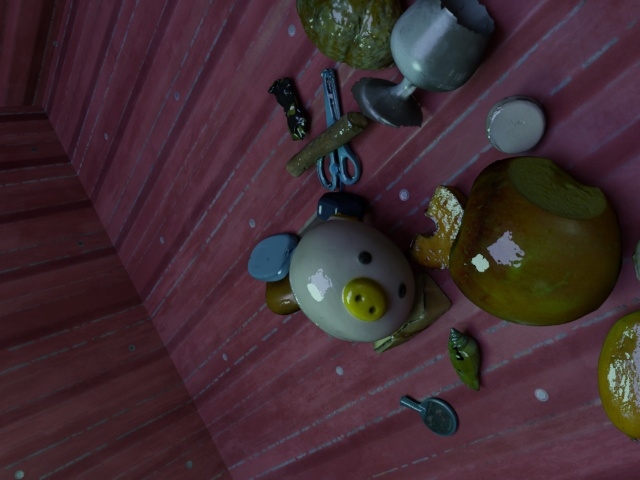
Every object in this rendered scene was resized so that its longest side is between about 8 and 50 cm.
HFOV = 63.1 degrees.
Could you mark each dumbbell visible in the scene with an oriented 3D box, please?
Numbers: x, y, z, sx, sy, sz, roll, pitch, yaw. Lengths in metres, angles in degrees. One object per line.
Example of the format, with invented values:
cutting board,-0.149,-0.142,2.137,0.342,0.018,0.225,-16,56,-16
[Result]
dumbbell,0.055,0.008,1.677,0.144,0.160,0.324,8,112,9

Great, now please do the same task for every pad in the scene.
pad,0.000,0.000,1.831,0.176,0.002,0.266,57,134,14

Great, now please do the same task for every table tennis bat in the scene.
table tennis bat,0.342,0.547,1.659,0.201,0.033,0.124,16,113,35

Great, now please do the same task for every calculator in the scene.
calculator,-0.168,0.061,1.921,0.303,0.042,0.188,-9,57,48

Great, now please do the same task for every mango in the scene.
mango,-0.099,0.189,1.889,0.236,0.166,0.136,-27,125,28
mango,0.711,0.305,1.158,0.177,0.119,0.316,1,99,52

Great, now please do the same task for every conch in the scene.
conch,0.411,0.332,1.497,0.095,0.080,0.200,28,132,57

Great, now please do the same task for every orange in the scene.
orange,0.063,-0.632,1.422,0.368,0.211,0.271,54,136,21

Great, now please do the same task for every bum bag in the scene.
bum bag,-0.102,-0.440,1.745,0.107,0.060,0.232,-40,73,53

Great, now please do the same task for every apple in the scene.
apple,0.480,-0.001,1.167,0.374,0.374,0.383,7,68,43

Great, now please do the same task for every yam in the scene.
yam,0.006,-0.294,1.629,0.357,0.081,0.081,-30,82,46

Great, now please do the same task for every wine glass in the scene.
wine glass,0.254,-0.443,1.279,0.238,0.238,0.323,55,138,16

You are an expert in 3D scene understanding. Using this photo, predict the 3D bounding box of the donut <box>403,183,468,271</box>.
donut,0.345,-0.014,1.420,0.152,0.101,0.259,41,128,27

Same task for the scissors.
scissors,0.044,-0.344,1.654,0.180,0.032,0.392,5,108,43

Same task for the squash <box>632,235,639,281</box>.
squash,0.761,0.043,1.054,0.220,0.133,0.220,38,138,45

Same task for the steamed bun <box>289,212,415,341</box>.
steamed bun,0.091,0.112,1.471,0.374,0.333,0.334,41,139,-19

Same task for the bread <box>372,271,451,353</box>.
bread,0.265,0.233,1.583,0.142,0.178,0.266,33,134,-6

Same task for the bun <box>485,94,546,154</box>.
bun,0.458,-0.279,1.236,0.138,0.094,0.138,4,116,8
